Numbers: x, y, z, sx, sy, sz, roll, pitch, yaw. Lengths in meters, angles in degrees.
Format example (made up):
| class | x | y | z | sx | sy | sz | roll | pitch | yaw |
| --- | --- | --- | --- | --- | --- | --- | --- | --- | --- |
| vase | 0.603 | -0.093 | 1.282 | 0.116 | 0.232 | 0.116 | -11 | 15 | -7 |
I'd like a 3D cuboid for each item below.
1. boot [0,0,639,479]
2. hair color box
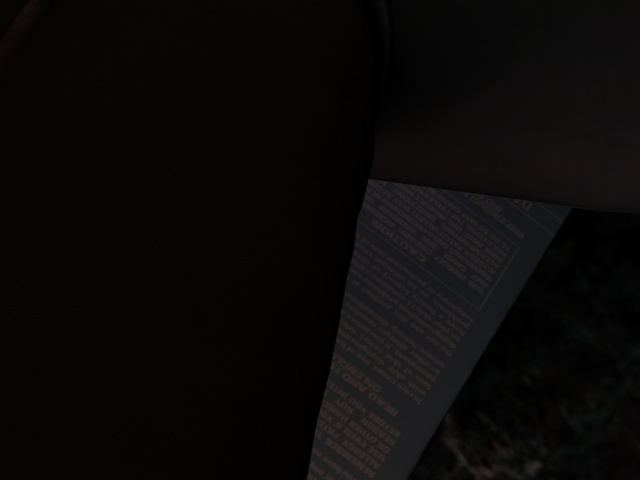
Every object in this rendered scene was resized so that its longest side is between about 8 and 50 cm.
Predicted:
| class | x | y | z | sx | sy | sz | roll | pitch | yaw |
| --- | --- | --- | --- | --- | --- | --- | --- | --- | --- |
| boot | -0.002 | 0.000 | 0.515 | 0.367 | 0.445 | 0.146 | 13 | 119 | 4 |
| hair color box | -0.044 | 0.099 | 0.733 | 0.114 | 0.374 | 0.185 | 36 | 130 | 2 |
